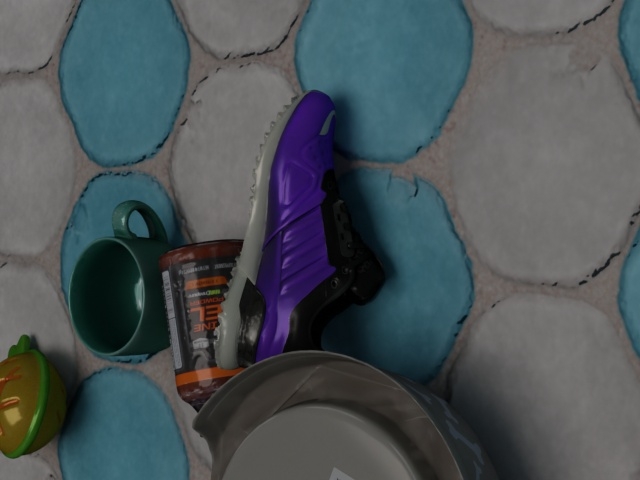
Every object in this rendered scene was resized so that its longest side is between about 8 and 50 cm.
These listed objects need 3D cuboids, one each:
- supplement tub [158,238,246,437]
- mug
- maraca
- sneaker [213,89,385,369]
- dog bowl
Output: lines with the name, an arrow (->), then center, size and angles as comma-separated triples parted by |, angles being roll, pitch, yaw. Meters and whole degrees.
supplement tub -> -0.105, 0.103, 1.662 | 0.106, 0.106, 0.197 | -17, 79, 41
mug -> -0.193, 0.050, 1.746 | 0.129, 0.097, 0.157 | 48, 119, 32
maraca -> -0.358, 0.185, 1.899 | 0.127, 0.099, 0.185 | -62, 28, 10
sneaker -> 0.000, 0.000, 1.581 | 0.146, 0.102, 0.293 | 12, 82, 13
dog bowl -> 0.020, 0.273, 1.477 | 0.349, 0.102, 0.348 | 0, 89, 34
